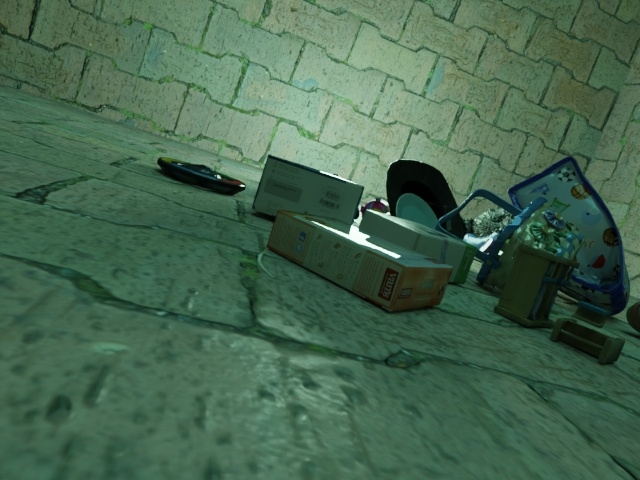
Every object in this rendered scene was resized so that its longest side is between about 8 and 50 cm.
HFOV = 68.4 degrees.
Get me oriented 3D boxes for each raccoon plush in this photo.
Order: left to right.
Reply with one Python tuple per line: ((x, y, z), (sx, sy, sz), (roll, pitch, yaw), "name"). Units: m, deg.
((0.755, 0.029, 2.048), (0.446, 0.216, 0.299), (-13, 32, -12), "raccoon plush")

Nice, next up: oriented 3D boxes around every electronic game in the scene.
((-0.304, -0.171, 1.215), (0.229, 0.048, 0.229), (18, 8, -3), "electronic game")

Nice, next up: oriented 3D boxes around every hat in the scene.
((0.294, -0.086, 1.473), (0.331, 0.331, 0.134), (15, -30, -26), "hat")

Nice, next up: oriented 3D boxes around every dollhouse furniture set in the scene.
((0.424, 0.102, 0.794), (0.129, 0.129, 0.183), (11, 11, -44), "dollhouse furniture set")

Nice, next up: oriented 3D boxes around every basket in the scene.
((0.448, -0.008, 1.120), (0.289, 0.201, 0.254), (32, 46, 26), "basket")

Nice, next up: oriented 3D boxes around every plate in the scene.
((0.273, -0.044, 1.328), (0.188, 0.188, 0.024), (13, -30, -36), "plate")

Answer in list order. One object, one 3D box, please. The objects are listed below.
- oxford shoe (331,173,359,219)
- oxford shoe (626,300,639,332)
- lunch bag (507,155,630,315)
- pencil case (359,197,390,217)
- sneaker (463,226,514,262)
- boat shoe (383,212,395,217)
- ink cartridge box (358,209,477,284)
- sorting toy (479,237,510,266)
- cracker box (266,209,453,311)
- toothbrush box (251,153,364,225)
((0.076, -0.150, 1.678), (0.096, 0.083, 0.227), (31, 28, -43), "oxford shoe")
((0.889, 0.225, 1.192), (0.348, 0.123, 0.130), (15, -17, -17), "oxford shoe")
((0.733, 0.017, 1.353), (0.328, 0.239, 0.386), (29, 35, -52), "lunch bag")
((0.204, -0.102, 1.706), (0.104, 0.105, 0.236), (20, 7, 10), "pencil case")
((0.634, 0.023, 1.675), (0.129, 0.147, 0.330), (15, 9, -24), "sneaker")
((0.176, -0.035, 1.310), (0.073, 0.073, 0.207), (-19, 1, 4), "boat shoe")
((0.195, 0.015, 0.973), (0.212, 0.093, 0.154), (9, 14, -41), "ink cartridge box")
((0.565, 0.085, 1.372), (0.126, 0.127, 0.365), (42, 10, -4), "sorting toy")
((0.057, 0.025, 0.700), (0.232, 0.067, 0.155), (24, 11, 36), "cracker box")
((-0.018, -0.101, 1.115), (0.216, 0.126, 0.295), (19, 5, 2), "toothbrush box")
